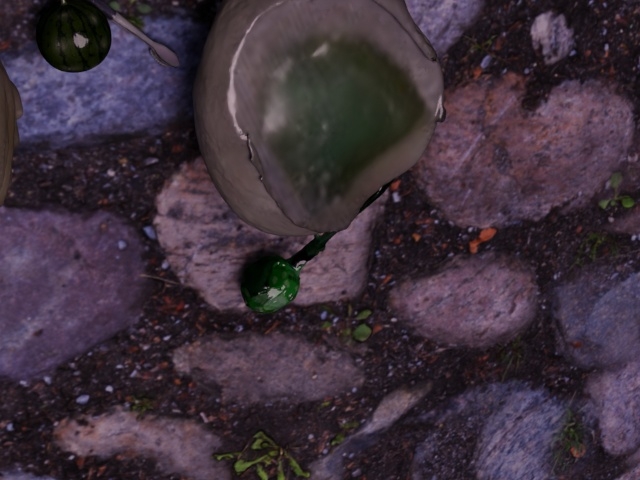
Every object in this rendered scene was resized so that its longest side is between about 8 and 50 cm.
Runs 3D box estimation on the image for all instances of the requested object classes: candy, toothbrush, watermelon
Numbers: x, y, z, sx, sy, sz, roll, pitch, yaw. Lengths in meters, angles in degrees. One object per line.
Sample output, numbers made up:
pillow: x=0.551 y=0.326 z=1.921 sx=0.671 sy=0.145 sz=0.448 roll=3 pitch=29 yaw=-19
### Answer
candy: x=0.001 y=0.001 z=1.948 sx=0.323 sy=0.097 sz=0.097 roll=-41 pitch=132 yaw=15
toothbrush: x=-0.297 y=-0.316 z=1.648 sx=0.288 sy=0.026 sz=0.024 roll=35 pitch=71 yaw=-39
watermelon: x=-0.325 y=-0.272 z=1.607 sx=0.109 sy=0.109 sz=0.109 roll=-15 pitch=125 yaw=-23
candy: x=-0.018 y=-0.213 z=1.768 sx=0.386 sy=0.186 sz=0.427 roll=-44 pitch=137 yaw=-10

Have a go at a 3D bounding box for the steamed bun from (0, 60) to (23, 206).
steamed bun: x=-0.488 y=-0.179 z=1.468 sx=0.219 sy=0.309 sz=0.324 roll=-49 pitch=138 yaw=-36
